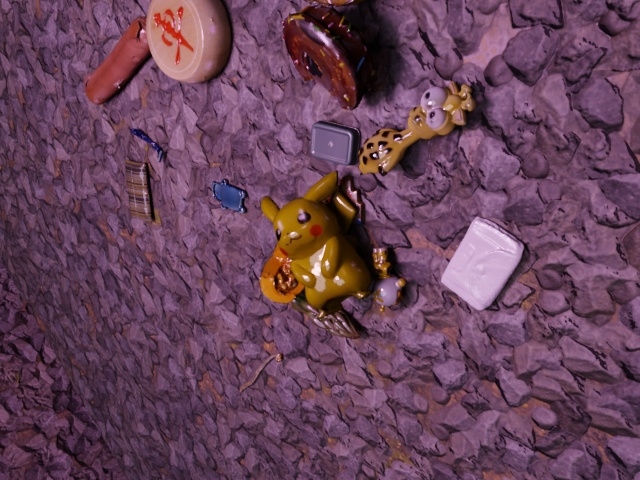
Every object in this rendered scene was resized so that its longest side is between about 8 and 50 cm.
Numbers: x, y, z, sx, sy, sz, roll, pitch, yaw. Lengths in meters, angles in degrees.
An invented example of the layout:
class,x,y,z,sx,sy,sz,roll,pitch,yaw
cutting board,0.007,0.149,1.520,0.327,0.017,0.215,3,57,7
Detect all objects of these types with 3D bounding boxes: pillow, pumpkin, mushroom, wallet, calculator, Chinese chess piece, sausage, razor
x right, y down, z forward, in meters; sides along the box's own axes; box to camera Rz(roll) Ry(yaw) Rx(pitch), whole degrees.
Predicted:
class,x,y,z,sx,sy,sz,roll,pitch,yaw
pillow,-0.603,-0.163,1.849,0.113,0.038,0.203,14,114,36
pumpkin,-0.080,0.069,1.439,0.119,0.107,0.183,31,89,-3
mushroom,-0.191,0.412,1.742,0.026,0.028,0.286,25,136,-21
wallet,0.331,0.051,1.154,0.124,0.032,0.182,40,129,25
calculator,-0.263,-0.127,1.592,0.141,0.019,0.094,24,120,33
Chinese chess piece,-0.345,-0.535,1.448,0.251,0.097,0.250,16,117,34
sausage,-0.604,-0.526,1.674,0.419,0.094,0.094,-23,52,43
razor,-0.536,-0.305,1.744,0.155,0.028,0.044,40,128,20

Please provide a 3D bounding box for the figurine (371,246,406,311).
class,x,y,z,sx,sy,sz,roll,pitch,yaw
figurine,0.152,0.087,1.294,0.101,0.068,0.143,33,126,47

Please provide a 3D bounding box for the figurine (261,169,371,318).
class,x,y,z,sx,sy,sz,roll,pitch,yaw
figurine,0.004,0.007,1.301,0.218,0.169,0.326,-29,97,26

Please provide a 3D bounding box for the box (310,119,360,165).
class,x,y,z,sx,sy,sz,roll,pitch,yaw
box,0.031,-0.225,1.297,0.126,0.031,0.090,22,120,31

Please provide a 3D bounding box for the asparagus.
class,x,y,z,sx,sy,sz,roll,pitch,yaw
asparagus,-0.011,0.177,1.459,0.287,0.080,0.080,32,125,26

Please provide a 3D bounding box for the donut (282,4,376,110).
class,x,y,z,sx,sy,sz,roll,pitch,yaw
donut,0.019,-0.390,1.158,0.230,0.096,0.216,40,166,38

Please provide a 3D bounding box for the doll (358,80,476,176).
class,x,y,z,sx,sy,sz,roll,pitch,yaw
doll,0.184,-0.218,1.136,0.291,0.086,0.117,-29,57,41

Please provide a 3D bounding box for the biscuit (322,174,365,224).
class,x,y,z,sx,sy,sz,roll,pitch,yaw
biscuit,0.060,-0.089,1.334,0.130,0.019,0.119,49,131,14

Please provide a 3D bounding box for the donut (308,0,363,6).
class,x,y,z,sx,sy,sz,roll,pitch,yaw
donut,0.049,-0.585,1.101,0.272,0.107,0.271,14,111,39
